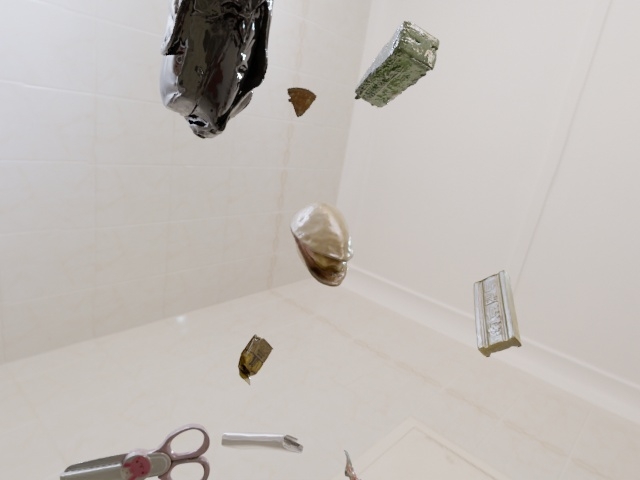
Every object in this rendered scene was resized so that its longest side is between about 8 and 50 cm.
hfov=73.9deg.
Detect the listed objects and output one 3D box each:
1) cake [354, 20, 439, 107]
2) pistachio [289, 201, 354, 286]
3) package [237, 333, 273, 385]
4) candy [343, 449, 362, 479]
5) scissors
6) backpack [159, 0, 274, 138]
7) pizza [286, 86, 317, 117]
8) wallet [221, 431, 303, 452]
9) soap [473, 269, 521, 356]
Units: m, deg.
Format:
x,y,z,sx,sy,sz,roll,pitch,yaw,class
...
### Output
x,y,z,sx,sy,sz,roll,pitch,yaw,class
0.174,-0.408,1.012,0.235,0.100,0.099,-19,-131,68,cake
0.000,0.000,1.253,0.299,0.188,0.187,-109,-143,-55,pistachio
-0.200,0.351,1.255,0.047,0.131,0.071,11,-33,36,package
0.091,0.509,0.720,0.086,0.059,0.291,104,-29,-68,candy
-0.318,0.393,0.748,0.030,0.243,0.118,-173,-96,-72,scissors
-0.255,-0.472,1.032,0.363,0.255,0.445,38,-69,61,backpack
-0.056,-0.372,1.145,0.084,0.025,0.078,15,-72,-4,pizza
-0.091,0.317,0.665,0.122,0.061,0.025,-13,-131,28,wallet
0.428,0.171,1.045,0.092,0.252,0.037,-31,-70,31,soap
